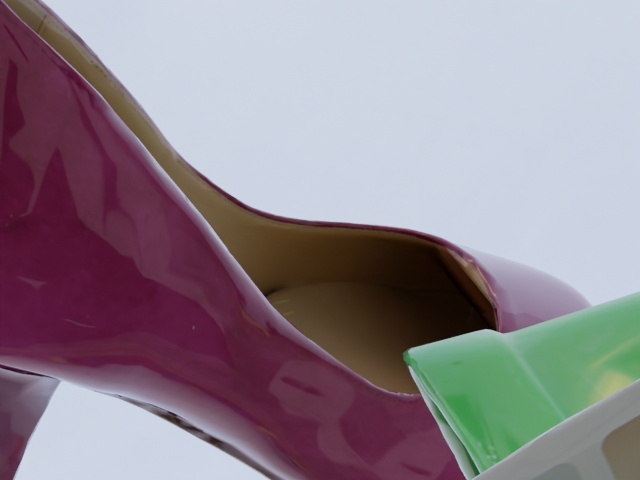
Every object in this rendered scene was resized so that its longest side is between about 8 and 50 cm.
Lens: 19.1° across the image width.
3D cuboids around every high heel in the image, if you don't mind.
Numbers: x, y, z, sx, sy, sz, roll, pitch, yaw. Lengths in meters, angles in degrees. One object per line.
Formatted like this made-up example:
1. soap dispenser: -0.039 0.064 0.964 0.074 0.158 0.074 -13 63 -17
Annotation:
1. high heel: 0.000 0.000 0.637 0.377 0.127 0.181 -6 -51 -46

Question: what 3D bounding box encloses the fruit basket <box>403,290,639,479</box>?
1. fruit basket: 0.036 0.178 0.466 0.353 0.165 0.327 -36 -41 -7
